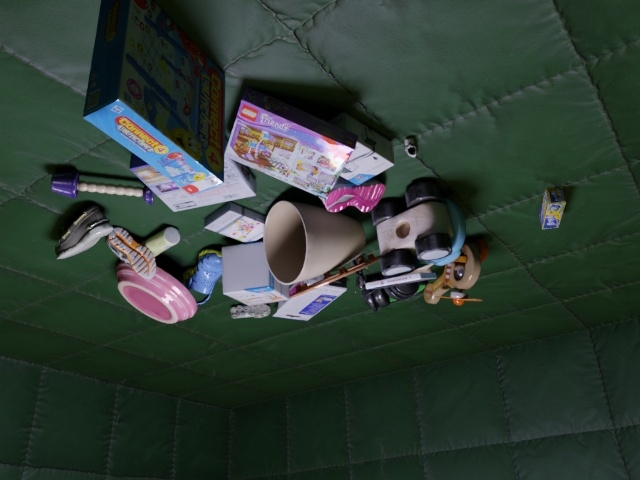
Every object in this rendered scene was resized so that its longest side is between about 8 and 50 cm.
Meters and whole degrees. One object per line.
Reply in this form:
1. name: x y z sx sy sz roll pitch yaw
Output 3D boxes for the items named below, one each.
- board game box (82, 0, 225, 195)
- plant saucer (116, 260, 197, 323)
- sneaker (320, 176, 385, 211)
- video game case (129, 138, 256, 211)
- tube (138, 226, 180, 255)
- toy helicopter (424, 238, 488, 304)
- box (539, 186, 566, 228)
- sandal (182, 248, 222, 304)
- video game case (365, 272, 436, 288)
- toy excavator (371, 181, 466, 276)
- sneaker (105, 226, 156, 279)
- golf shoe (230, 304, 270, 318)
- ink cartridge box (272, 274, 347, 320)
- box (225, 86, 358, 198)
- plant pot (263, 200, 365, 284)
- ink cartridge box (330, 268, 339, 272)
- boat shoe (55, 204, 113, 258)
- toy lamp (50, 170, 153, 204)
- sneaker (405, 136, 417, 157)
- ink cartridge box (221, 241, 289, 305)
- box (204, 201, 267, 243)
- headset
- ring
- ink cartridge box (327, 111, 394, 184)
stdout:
1. board game box: -0.315 -0.296 1.204 0.086 0.309 0.302 -18 149 23
2. plant saucer: -0.615 0.200 2.200 0.331 0.084 0.332 20 147 14
3. sneaker: 0.086 -0.153 1.742 0.252 0.111 0.103 -2 128 -44
4. video game case: -0.348 -0.185 1.671 0.269 0.061 0.244 -10 152 13
5. tube: -0.566 0.016 2.042 0.240 0.070 0.062 -25 -172 43
6. toy helicopter: 0.481 0.153 2.187 0.140 0.235 0.355 7 149 -18
7. box: 0.746 -0.101 1.927 0.054 0.059 0.169 -6 152 11
8. sandal: -0.415 0.137 2.193 0.126 0.138 0.317 14 146 -24
9. video game case: 0.265 0.130 1.945 0.183 0.023 0.201 -13 172 24
10. toy excavator: 0.344 0.023 1.998 0.444 0.223 0.432 12 151 -43
11. sneaker: -0.638 0.045 2.013 0.083 0.084 0.215 -15 118 46
12. golf shoe: -0.302 0.306 2.616 0.176 0.069 0.086 -2 172 4
13. ink cartridge box: -0.053 0.239 2.491 0.175 0.069 0.371 11 147 -25
14. box: -0.077 -0.236 1.493 0.293 0.057 0.201 23 141 -8
15. plant pot: 0.000 0.000 1.894 0.273 0.257 0.256 -3 157 -34
16. ink cartridge box: -0.043 0.053 2.117 0.148 0.086 0.203 -18 148 25
17. boat shoe: -0.769 -0.021 1.912 0.304 0.091 0.109 -25 -178 39
18. toy lamp: -0.615 -0.151 1.698 0.274 0.080 0.080 3 152 -17
19. sneaker: 0.247 -0.245 1.637 0.031 0.037 0.083 -13 152 15
20. ink cartridge box: -0.224 0.120 2.105 0.171 0.169 0.233 -9 162 12
21. box: -0.261 -0.054 1.950 0.186 0.038 0.145 21 145 -39
22. headset: 0.257 0.161 2.343 0.243 0.185 0.394 -29 158 33
23. ring: 0.048 0.111 1.989 0.336 0.032 0.336 -24 179 0
24. ink cartridge box: 0.082 -0.239 1.587 0.190 0.082 0.139 21 144 -39
